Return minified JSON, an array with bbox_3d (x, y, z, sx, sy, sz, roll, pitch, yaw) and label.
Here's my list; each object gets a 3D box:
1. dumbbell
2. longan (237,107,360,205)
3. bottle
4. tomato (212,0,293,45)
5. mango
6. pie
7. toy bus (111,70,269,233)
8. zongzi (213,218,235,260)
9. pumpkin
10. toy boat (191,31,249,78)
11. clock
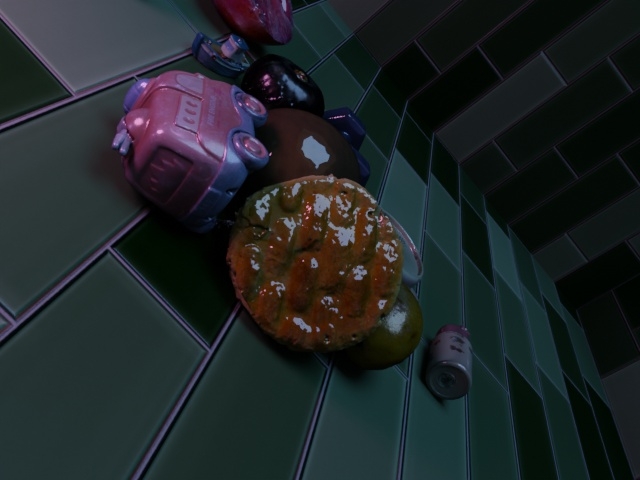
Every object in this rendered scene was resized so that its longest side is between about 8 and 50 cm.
[{"bbox_3d":[0.054,-0.245,1.810,0.325,0.160,0.144,-88,167,-56],"label":"dumbbell"},{"bbox_3d":[-0.046,-0.129,1.341,0.300,0.243,0.300,18,64,-41],"label":"longan"},{"bbox_3d":[0.323,0.289,1.617,0.110,0.110,0.233,50,23,-8],"label":"bottle"},{"bbox_3d":[-0.217,-0.698,1.909,0.335,0.176,0.289,-39,113,-67],"label":"tomato"},{"bbox_3d":[0.113,0.133,1.361,0.176,0.176,0.329,50,21,-31],"label":"mango"},{"bbox_3d":[-0.006,0.041,1.163,0.339,0.339,0.083,48,-18,-12],"label":"pie"},{"bbox_3d":[-0.236,-0.174,1.129,0.232,0.197,0.294,27,35,-27],"label":"toy bus"},{"bbox_3d":[-0.165,0.000,1.188,0.067,0.073,0.083,33,-11,-40],"label":"zongzi"},{"bbox_3d":[-0.097,-0.372,1.681,0.233,0.163,0.233,41,24,-23],"label":"pumpkin"},{"bbox_3d":[-0.242,-0.486,1.647,0.088,0.102,0.215,58,24,17],"label":"toy boat"},{"bbox_3d":[0.156,0.026,1.666,0.324,0.108,0.265,38,27,-33],"label":"clock"}]
